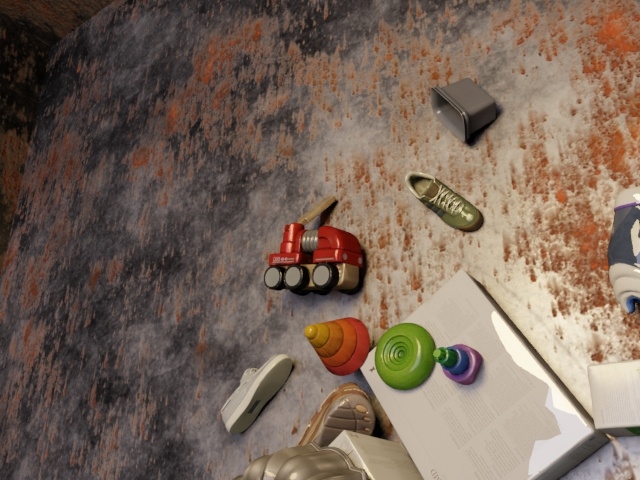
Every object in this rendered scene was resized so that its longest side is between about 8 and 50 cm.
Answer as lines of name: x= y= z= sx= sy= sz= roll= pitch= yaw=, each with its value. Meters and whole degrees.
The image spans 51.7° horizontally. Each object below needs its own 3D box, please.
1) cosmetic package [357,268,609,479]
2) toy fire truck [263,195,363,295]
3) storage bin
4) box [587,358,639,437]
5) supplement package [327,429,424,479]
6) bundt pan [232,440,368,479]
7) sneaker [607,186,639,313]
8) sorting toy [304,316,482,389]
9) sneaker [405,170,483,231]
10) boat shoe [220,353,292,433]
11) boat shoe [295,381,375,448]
cosmetic package: x=0.267 y=0.280 z=1.178 sx=0.284 sy=0.097 sz=0.377 roll=-43 pitch=48 yaw=13
toy fire truck: x=0.000 y=0.000 z=1.520 sx=0.217 sy=0.159 sz=0.246 roll=-5 pitch=77 yaw=38
storage bin: x=0.314 y=-0.286 z=1.432 sx=0.091 sy=0.098 sz=0.135 roll=-26 pitch=49 yaw=-7
box: x=0.476 y=0.246 z=1.021 sx=0.087 sy=0.101 sz=0.101 roll=-15 pitch=60 yaw=34
supplement package: x=0.098 y=0.470 z=1.157 sx=0.149 sy=0.194 sz=0.203 roll=-49 pitch=47 yaw=12
bundt pan: x=-0.056 y=0.493 z=1.062 sx=0.331 sy=0.124 sz=0.330 roll=-17 pitch=64 yaw=39
sneaker: x=0.614 y=0.031 z=1.013 sx=0.323 sy=0.130 sz=0.236 roll=-2 pitch=78 yaw=34
sorting toy: x=0.105 y=0.195 z=1.208 sx=0.366 sy=0.126 sz=0.126 roll=2 pitch=70 yaw=42
sneaker: x=0.248 y=-0.087 z=1.381 sx=0.064 sy=0.086 sz=0.192 roll=-53 pitch=47 yaw=6
boat shoe: x=-0.156 y=0.335 z=1.509 sx=0.227 sy=0.079 sz=0.081 roll=-53 pitch=51 yaw=10
boat shoe: x=0.007 y=0.425 z=1.325 sx=0.324 sy=0.123 sz=0.116 roll=-56 pitch=12 yaw=14
